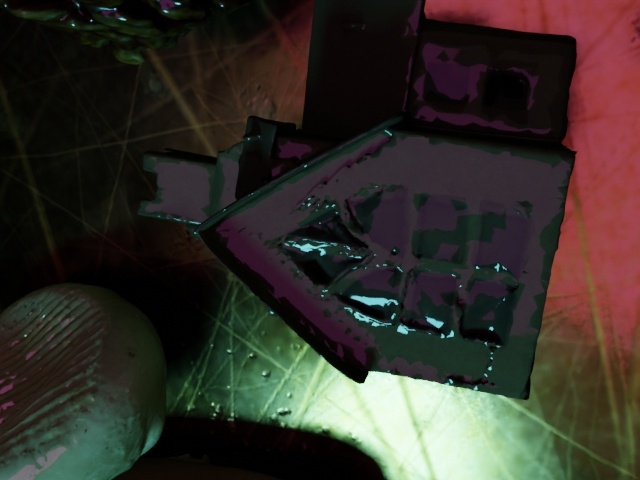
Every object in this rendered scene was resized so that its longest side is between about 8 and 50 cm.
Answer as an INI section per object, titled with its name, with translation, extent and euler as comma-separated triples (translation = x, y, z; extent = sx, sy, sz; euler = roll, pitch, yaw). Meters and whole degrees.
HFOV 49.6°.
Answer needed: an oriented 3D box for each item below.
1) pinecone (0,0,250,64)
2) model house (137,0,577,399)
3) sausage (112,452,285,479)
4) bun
[pinecone]
translation = -0.117, -0.220, 0.428
extent = 0.201, 0.229, 0.202
euler = 104, 151, -51
[model house]
translation = 0.011, -0.043, 0.421
extent = 0.243, 0.211, 0.204
euler = 9, 102, 11
[sausage]
translation = -0.158, 0.244, 0.636
extent = 0.419, 0.094, 0.094
euler = 2, 95, 22
[bun]
translation = -0.224, 0.145, 0.593
extent = 0.231, 0.231, 0.133
euler = -14, 136, 24
